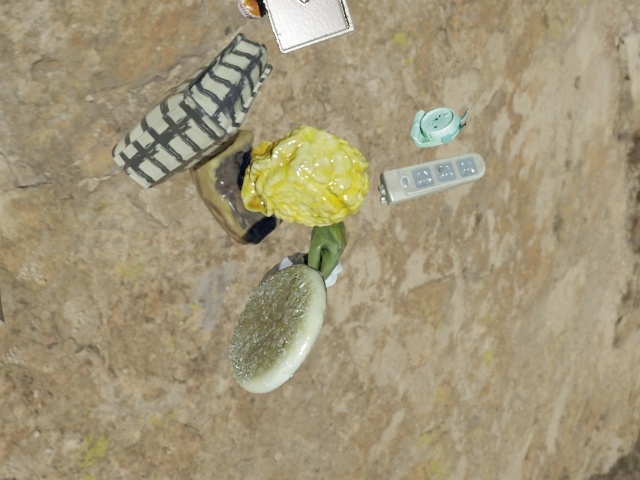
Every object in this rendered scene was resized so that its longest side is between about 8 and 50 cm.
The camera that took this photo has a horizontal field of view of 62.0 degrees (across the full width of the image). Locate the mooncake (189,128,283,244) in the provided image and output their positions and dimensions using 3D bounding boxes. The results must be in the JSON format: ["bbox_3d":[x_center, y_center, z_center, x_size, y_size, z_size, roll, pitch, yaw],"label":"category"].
[{"bbox_3d":[-0.305,-0.186,2.001,0.246,0.394,0.393,-38,167,-25],"label":"mooncake"}]

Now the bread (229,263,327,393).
[{"bbox_3d":[-0.089,0.159,1.016,0.040,0.267,0.267,33,75,-31],"label":"bread"}]

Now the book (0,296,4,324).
[{"bbox_3d":[-0.628,-0.089,0.927,0.039,0.300,0.428,-12,68,-21],"label":"book"}]

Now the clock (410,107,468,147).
[{"bbox_3d":[0.285,-0.273,1.257,0.041,0.135,0.101,54,42,-43],"label":"clock"}]

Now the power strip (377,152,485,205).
[{"bbox_3d":[0.277,-0.154,1.304,0.286,0.048,0.080,-14,84,-10],"label":"power strip"}]

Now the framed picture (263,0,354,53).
[{"bbox_3d":[-0.047,-0.598,1.252,0.192,0.018,0.265,-20,104,-5],"label":"framed picture"}]

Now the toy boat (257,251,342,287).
[{"bbox_3d":[-0.079,0.114,1.558,0.290,0.199,0.100,-36,115,-7],"label":"toy boat"}]

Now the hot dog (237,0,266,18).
[{"bbox_3d":[-0.166,-0.652,1.390,0.099,0.053,0.192,34,53,-29],"label":"hot dog"}]

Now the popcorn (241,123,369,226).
[{"bbox_3d":[-0.039,-0.140,1.131,0.225,0.286,0.174,82,18,-58],"label":"popcorn"}]

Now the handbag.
[{"bbox_3d":[-0.295,-0.308,1.267,0.162,0.325,0.327,46,44,-25],"label":"handbag"}]

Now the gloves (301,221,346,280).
[{"bbox_3d":[0.014,0.000,1.347,0.135,0.107,0.268,0,110,-71],"label":"gloves"}]
